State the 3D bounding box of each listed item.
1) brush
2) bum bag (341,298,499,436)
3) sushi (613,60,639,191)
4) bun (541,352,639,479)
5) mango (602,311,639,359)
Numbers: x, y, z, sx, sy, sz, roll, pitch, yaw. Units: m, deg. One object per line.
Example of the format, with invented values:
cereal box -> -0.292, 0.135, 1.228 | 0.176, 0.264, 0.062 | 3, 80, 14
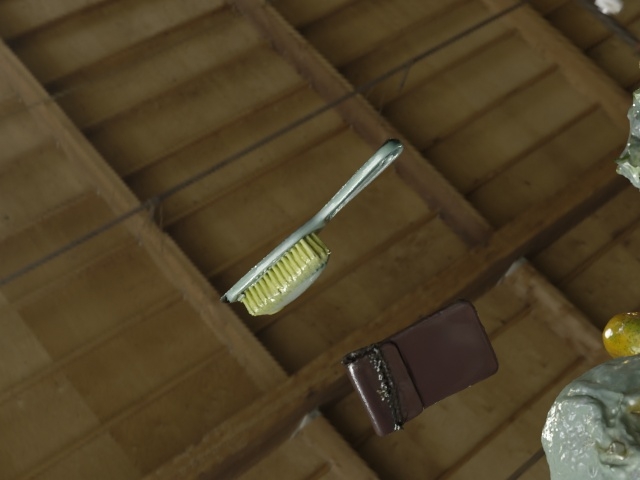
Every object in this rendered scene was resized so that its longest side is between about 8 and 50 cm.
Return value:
brush -> 0.000, 0.000, 1.157 | 0.060, 0.297, 0.068 | 51, -156, 11
bum bag -> 0.112, 0.139, 1.097 | 0.159, 0.109, 0.026 | -28, -157, -1
sushi -> 0.367, -0.064, 0.805 | 0.274, 0.184, 0.139 | 47, -160, 28
bun -> 0.193, 0.114, 0.557 | 0.140, 0.083, 0.141 | -13, -139, 11
mango -> 0.341, 0.105, 1.021 | 0.079, 0.114, 0.057 | 37, -112, -34
